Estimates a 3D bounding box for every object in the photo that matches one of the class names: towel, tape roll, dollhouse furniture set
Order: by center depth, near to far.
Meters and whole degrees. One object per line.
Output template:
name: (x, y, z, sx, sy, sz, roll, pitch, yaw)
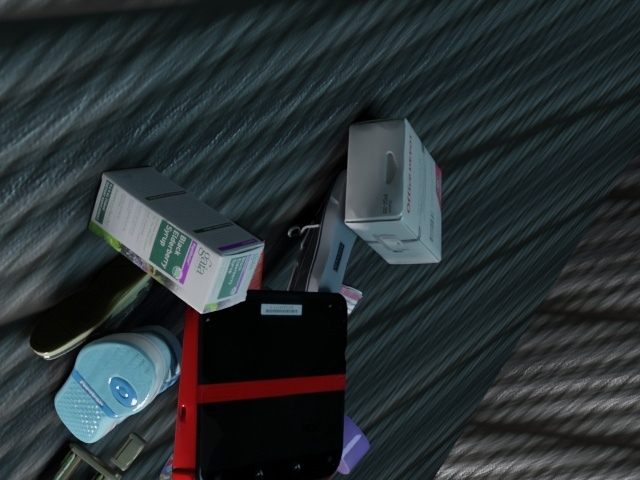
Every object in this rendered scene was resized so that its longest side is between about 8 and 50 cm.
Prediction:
dollhouse furniture set: (-0.389, 0.388, 1.619, 0.182, 0.101, 0.161, -53, 177, -9)
towel: (0.012, 0.188, 2.087, 0.197, 0.029, 0.144, -62, 152, 5)
tape roll: (0.020, 0.459, 2.223, 0.080, 0.189, 0.189, -45, 151, -22)

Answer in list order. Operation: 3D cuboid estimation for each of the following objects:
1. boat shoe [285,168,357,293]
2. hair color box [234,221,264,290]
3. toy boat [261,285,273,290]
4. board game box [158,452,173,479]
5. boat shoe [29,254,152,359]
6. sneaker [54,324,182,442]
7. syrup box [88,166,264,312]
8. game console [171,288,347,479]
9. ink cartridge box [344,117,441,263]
boat shoe: (0.002, 0.002, 1.790, 0.113, 0.105, 0.306, 37, 62, -56)
hair color box: (-0.140, 0.045, 1.641, 0.043, 0.072, 0.141, -33, 144, -38)
toy boat: (-0.127, 0.250, 1.757, 0.148, 0.268, 0.318, 77, 21, -65)
board game box: (-0.261, 0.467, 1.939, 0.133, 0.033, 0.168, -52, 152, -11)
boat shoe: (-0.326, 0.106, 1.391, 0.223, 0.080, 0.073, -45, 146, -31)
sneaker: (-0.272, 0.180, 1.443, 0.208, 0.127, 0.319, -38, -179, -42)
syrup box: (-0.201, -0.005, 1.302, 0.096, 0.237, 0.093, -14, 132, -53)
game console: (-0.088, 0.253, 1.574, 0.387, 0.060, 0.341, 6, 84, -52)
ink cartridge box: (0.148, -0.090, 1.832, 0.283, 0.117, 0.207, 39, 51, -62)
